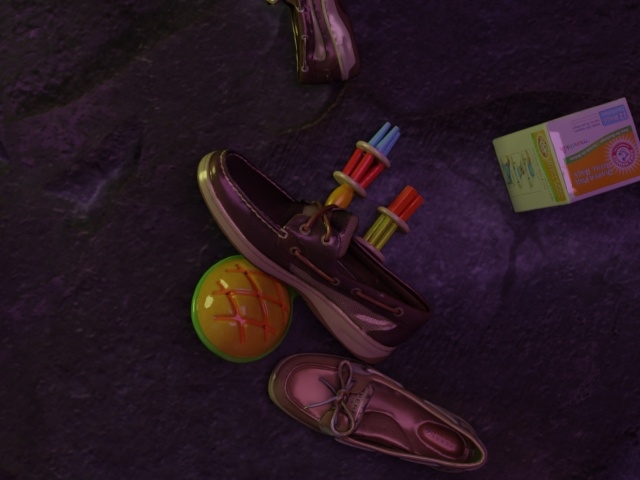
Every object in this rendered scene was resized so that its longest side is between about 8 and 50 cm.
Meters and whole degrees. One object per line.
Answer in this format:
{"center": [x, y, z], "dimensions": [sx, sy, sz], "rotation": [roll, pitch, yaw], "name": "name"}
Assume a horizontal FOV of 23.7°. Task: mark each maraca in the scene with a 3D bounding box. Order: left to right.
{"center": [-0.085, 0.070, 1.882], "dimensions": [0.127, 0.099, 0.185], "rotation": [44, 55, -10], "name": "maraca"}

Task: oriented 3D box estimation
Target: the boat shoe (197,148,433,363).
{"center": [0.000, 0.000, 1.860], "dimensions": [0.123, 0.123, 0.342], "rotation": [-37, 103, 29], "name": "boat shoe"}

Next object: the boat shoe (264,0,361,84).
{"center": [-0.027, -0.318, 1.907], "dimensions": [0.095, 0.095, 0.257], "rotation": [-16, 91, -5], "name": "boat shoe"}

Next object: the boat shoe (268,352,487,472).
{"center": [0.075, 0.214, 1.907], "dimensions": [0.285, 0.089, 0.104], "rotation": [19, 85, -9], "name": "boat shoe"}

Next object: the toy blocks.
{"center": [0.078, -0.064, 1.936], "dimensions": [0.123, 0.054, 0.148], "rotation": [39, 81, -7], "name": "toy blocks"}

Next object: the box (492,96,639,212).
{"center": [0.310, -0.104, 1.905], "dimensions": [0.114, 0.203, 0.103], "rotation": [-18, 92, -11], "name": "box"}
